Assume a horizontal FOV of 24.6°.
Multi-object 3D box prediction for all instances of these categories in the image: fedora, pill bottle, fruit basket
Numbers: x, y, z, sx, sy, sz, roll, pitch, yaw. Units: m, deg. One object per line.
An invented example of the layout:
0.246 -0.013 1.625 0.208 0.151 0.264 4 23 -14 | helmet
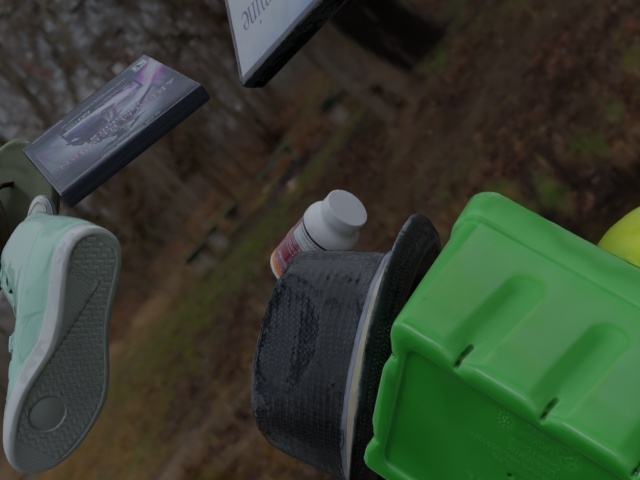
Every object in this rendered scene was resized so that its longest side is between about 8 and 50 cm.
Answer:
0.019 0.125 1.488 0.334 0.152 0.334 11 -90 -76 | fedora
0.000 0.000 2.063 0.152 0.086 0.086 -50 0 38 | pill bottle
0.268 0.104 1.242 0.392 0.392 0.283 -50 -24 -49 | fruit basket

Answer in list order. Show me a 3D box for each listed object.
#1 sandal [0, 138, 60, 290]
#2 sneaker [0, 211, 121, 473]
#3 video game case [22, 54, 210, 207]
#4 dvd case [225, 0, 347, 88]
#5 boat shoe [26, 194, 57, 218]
-0.431 0.007 1.846 0.303 0.120 0.086 -60 -13 -13 | sandal
-0.278 0.096 1.474 0.151 0.094 0.256 21 98 53 | sneaker
-0.245 -0.134 1.709 0.196 0.026 0.274 -39 22 -7 | video game case
-0.037 -0.258 1.046 0.022 0.253 0.180 -3 -17 -28 | dvd case
-0.322 -0.003 1.652 0.035 0.035 0.100 24 -105 -72 | boat shoe
